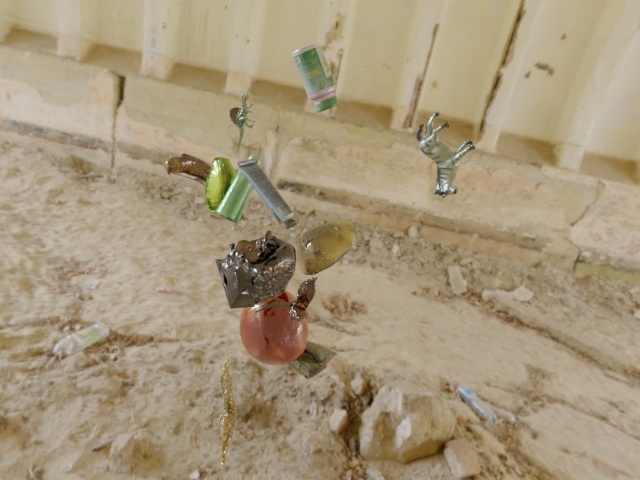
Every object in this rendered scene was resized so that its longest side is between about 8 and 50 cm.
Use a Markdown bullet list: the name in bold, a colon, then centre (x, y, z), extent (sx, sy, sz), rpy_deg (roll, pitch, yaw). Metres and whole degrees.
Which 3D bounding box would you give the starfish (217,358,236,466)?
- **starfish**: centre (-0.306, 0.570, 1.454), extent (0.061, 0.299, 0.302), rpy_deg (5, 32, -14)

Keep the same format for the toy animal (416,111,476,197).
- **toy animal**: centre (0.352, -0.244, 1.282), extent (0.217, 0.176, 0.073), rpy_deg (47, 30, 7)

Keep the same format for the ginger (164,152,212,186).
- **ginger**: centre (-0.568, -0.312, 2.025), extent (0.309, 0.132, 0.107), rpy_deg (23, -30, -39)

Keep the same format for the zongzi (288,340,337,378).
- **zongzi**: centre (-0.073, 0.527, 2.136), extent (0.286, 0.138, 0.300), rpy_deg (30, 16, 22)

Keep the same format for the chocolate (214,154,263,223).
- **chocolate**: centre (-0.324, -0.216, 1.815), extent (0.110, 0.291, 0.110), rpy_deg (26, -5, 2)

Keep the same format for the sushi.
- **sushi**: centre (-0.198, 0.083, 1.484), extent (0.227, 0.212, 0.215), rpy_deg (1, 49, -35)

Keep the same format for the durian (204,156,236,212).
- **durian**: centre (-0.428, -0.234, 1.900), extent (0.139, 0.249, 0.101), rpy_deg (17, 16, 33)

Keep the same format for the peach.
- **peach**: centre (-0.188, 0.345, 1.799), extent (0.308, 0.332, 0.307), rpy_deg (-2, 38, 1)

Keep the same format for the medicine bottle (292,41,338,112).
- **medicine bottle**: centre (-0.015, -0.706, 1.921), extent (0.134, 0.274, 0.133), rpy_deg (-19, 19, 7)

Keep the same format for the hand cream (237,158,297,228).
- **hand cream**: centre (-0.158, -0.149, 1.360), extent (0.088, 0.055, 0.256), rpy_deg (-28, 81, -48)

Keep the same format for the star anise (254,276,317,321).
- **star anise**: centre (-0.094, 0.174, 1.284), extent (0.144, 0.158, 0.140), rpy_deg (25, 56, 2)

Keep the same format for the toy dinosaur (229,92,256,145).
- **toy dinosaur**: centre (-0.309, -0.471, 1.705), extent (0.106, 0.187, 0.044), rpy_deg (39, 31, -9)

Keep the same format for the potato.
- **potato**: centre (0.000, 0.000, 1.842), extent (0.116, 0.299, 0.239), rpy_deg (47, 17, -32)
